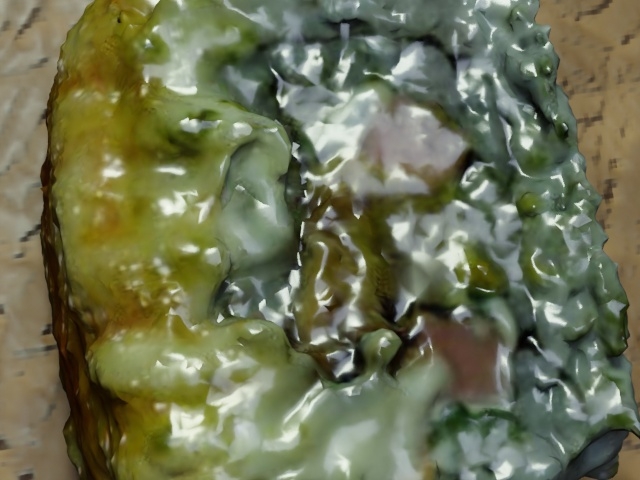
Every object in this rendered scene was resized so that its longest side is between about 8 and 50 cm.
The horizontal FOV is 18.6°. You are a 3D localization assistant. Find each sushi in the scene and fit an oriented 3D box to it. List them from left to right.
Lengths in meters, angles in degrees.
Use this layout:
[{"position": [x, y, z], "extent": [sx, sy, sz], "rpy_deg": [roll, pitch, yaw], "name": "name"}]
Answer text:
[{"position": [0.000, 0.000, 0.668], "extent": [0.184, 0.139, 0.274], "rpy_deg": [-8, 81, -15], "name": "sushi"}]
